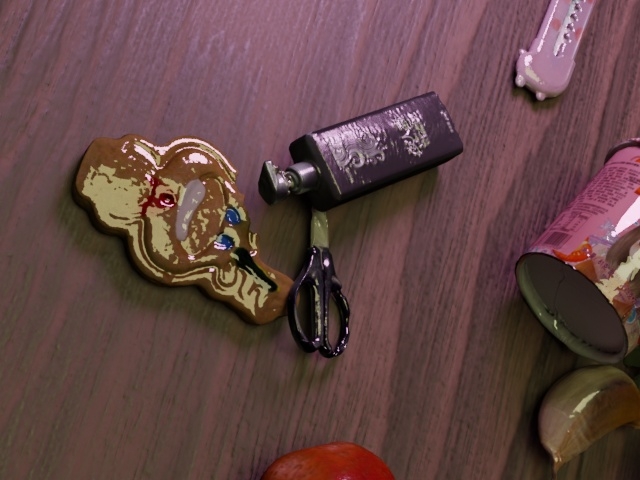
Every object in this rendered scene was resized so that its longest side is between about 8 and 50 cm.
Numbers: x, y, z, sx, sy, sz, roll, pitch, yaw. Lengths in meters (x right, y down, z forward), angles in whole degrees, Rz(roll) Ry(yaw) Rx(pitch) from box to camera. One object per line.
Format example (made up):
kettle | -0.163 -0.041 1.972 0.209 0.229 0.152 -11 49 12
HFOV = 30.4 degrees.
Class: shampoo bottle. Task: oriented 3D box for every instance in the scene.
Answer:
shampoo bottle | 0.047 -0.107 1.519 0.309 0.071 0.098 -23 90 -35

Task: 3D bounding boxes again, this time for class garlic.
garlic | 0.356 0.248 1.598 0.198 0.090 0.129 -35 107 -31

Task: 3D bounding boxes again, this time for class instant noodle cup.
instant noodle cup | 0.412 0.022 1.594 0.231 0.243 0.243 -40 97 -20

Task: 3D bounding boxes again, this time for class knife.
knife | 0.391 -0.374 1.775 0.132 0.038 0.399 30 68 -13

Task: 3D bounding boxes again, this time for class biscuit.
biscuit | -0.153 -0.016 1.442 0.183 0.047 0.320 -45 100 -23

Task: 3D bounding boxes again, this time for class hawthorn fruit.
hawthorn fruit | 0.022 0.333 1.345 0.196 0.225 0.197 -1 92 -24

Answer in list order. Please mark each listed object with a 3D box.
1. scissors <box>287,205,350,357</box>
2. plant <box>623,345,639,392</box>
scissors | 0.000 0.000 1.509 0.109 0.022 0.300 20 64 -46
plant | 0.543 0.178 1.667 0.203 0.142 0.131 6 84 -11
